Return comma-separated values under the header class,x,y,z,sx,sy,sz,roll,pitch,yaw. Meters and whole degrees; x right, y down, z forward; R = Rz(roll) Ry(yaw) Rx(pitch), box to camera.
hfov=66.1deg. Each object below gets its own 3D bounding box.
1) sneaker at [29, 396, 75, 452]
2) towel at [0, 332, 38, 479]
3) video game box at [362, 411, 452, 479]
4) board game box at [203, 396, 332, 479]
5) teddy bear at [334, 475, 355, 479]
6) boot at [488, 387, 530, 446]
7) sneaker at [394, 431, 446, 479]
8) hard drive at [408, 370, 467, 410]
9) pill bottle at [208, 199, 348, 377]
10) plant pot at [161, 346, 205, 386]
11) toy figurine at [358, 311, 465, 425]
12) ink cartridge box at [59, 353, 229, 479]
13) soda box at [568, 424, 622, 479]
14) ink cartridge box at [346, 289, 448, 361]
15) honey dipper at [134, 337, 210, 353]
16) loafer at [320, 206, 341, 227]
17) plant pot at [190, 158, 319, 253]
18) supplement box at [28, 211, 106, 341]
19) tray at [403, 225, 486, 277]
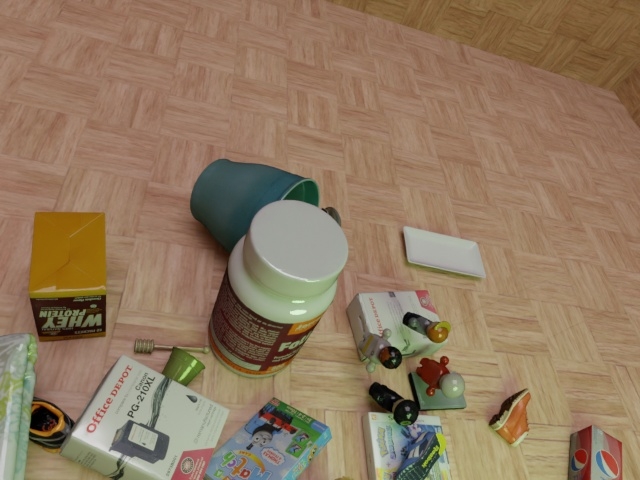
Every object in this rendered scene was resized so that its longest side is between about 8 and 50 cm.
class,x,y,z,sx,sy,sz,roll,pitch,yaw
sneaker,-0.542,0.309,0.888,0.215,0.083,0.084,21,49,-4
towel,-0.633,0.347,0.769,0.320,0.090,0.374,-7,59,-10
video game box,0.194,0.489,1.087,0.187,0.048,0.205,7,51,-15
board game box,-0.105,0.417,0.965,0.160,0.039,0.211,14,37,38
teddy bear,-0.046,0.579,0.884,0.245,0.113,0.338,34,54,17
boot,0.502,0.448,1.251,0.158,0.059,0.084,-37,76,-31
sneaker,0.205,0.466,1.047,0.144,0.059,0.053,-37,105,-24
hard drive,0.293,0.378,1.235,0.135,0.022,0.094,4,52,-20
pill bottle,-0.097,0.111,1.031,0.224,0.392,0.224,12,50,-14
plant pot,-0.298,0.279,1.028,0.083,0.083,0.079,30,59,2
toy figurine,0.208,0.285,1.118,0.213,0.148,0.209,-18,104,-19
ink cartridge box,-0.316,0.348,0.904,0.237,0.100,0.172,33,41,-13
soda box,0.660,0.589,1.182,0.092,0.083,0.263,30,47,2
ink cartridge box,0.194,0.219,1.275,0.218,0.092,0.158,2,53,-25
honey dipper,-0.323,0.237,1.080,0.161,0.030,0.030,10,50,-21
loafer,0.000,0.000,1.366,0.087,0.094,0.251,17,48,-16
plant pot,-0.180,-0.079,1.256,0.255,0.271,0.271,26,46,18
supplement box,-0.512,0.075,1.013,0.129,0.194,0.191,-1,54,-24
tray,0.383,0.042,1.542,0.270,0.030,0.145,12,50,-15
